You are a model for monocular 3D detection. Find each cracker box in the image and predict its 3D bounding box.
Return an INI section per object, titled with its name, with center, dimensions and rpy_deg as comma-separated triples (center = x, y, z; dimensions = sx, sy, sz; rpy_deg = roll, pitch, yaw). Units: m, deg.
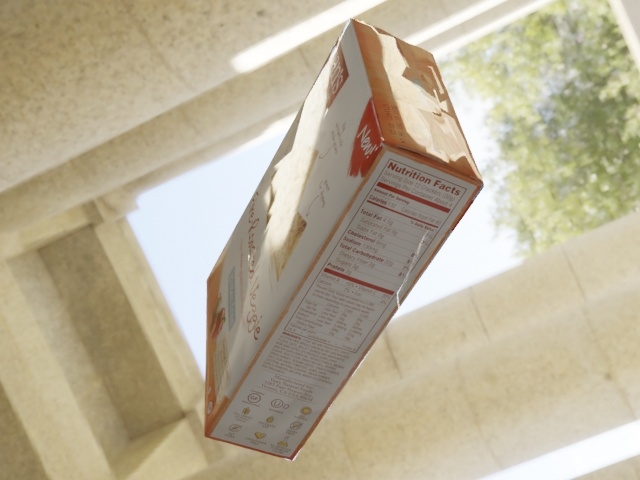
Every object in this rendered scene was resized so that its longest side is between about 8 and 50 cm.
[cracker box]
center = 0.000, 0.000, 0.614
dimensions = 0.067, 0.232, 0.156
rpy_deg = 20, -149, -20
